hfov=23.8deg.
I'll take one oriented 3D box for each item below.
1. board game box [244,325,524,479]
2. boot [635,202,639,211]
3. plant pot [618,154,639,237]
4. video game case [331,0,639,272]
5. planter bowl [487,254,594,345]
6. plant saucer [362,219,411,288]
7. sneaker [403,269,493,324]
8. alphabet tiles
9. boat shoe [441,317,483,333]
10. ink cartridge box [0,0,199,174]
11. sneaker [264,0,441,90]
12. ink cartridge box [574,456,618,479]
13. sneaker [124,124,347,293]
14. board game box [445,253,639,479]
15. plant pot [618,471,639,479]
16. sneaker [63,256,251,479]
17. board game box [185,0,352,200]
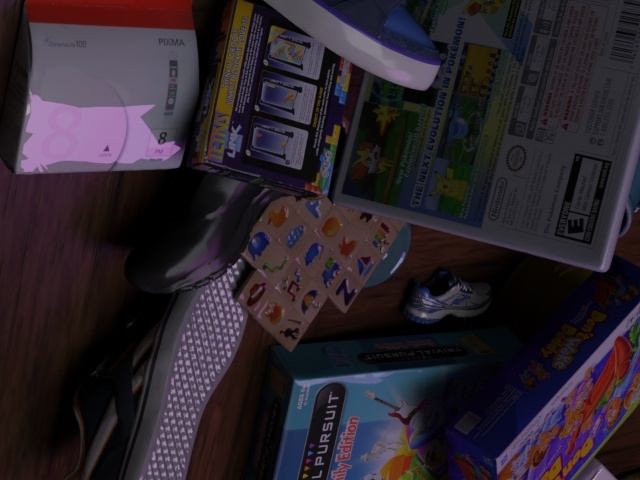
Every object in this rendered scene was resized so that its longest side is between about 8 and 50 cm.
[{"bbox_3d":[0.081,0.245,1.904,0.336,0.079,0.253,-3,121,-27],"label":"board game box"},{"bbox_3d":[0.383,-0.067,1.982,0.190,0.086,0.069,-24,132,-26],"label":"boot"},{"bbox_3d":[0.286,-0.181,1.710,0.255,0.272,0.271,-57,140,-16],"label":"plant pot"},{"bbox_3d":[0.188,-0.162,1.541,0.036,0.300,0.329,9,96,-68],"label":"video game case"},{"bbox_3d":[0.338,0.104,2.063,0.217,0.090,0.217,-23,132,-28],"label":"planter bowl"},{"bbox_3d":[0.067,0.011,1.815,0.119,0.021,0.119,-23,132,-28],"label":"plant saucer"},{"bbox_3d":[0.168,0.066,1.920,0.135,0.052,0.058,-12,122,-35],"label":"sneaker"},{"bbox_3d":[0.000,0.000,1.708,0.237,0.009,0.198,-56,135,-14],"label":"alphabet tiles"},{"bbox_3d":[0.211,0.167,2.014,0.083,0.065,0.183,-48,136,4],"label":"boat shoe"},{"bbox_3d":[-0.196,-0.177,1.433,0.189,0.066,0.232,-4,125,-39],"label":"ink cartridge box"},{"bbox_3d":[0.031,-0.312,1.396,0.323,0.130,0.236,33,103,-13],"label":"sneaker"},{"bbox_3d":[0.345,0.349,2.155,0.117,0.207,0.283,-48,139,-1],"label":"ink cartridge box"},{"bbox_3d":[-0.104,-0.065,1.568,0.286,0.109,0.130,-46,132,-19],"label":"sneaker"},{"bbox_3d":[0.296,0.211,1.910,0.347,0.078,0.233,-42,145,-28],"label":"board game box"},{"bbox_3d":[0.480,0.520,2.389,0.207,0.227,0.228,-1,120,-32],"label":"plant pot"},{"bbox_3d":[-0.184,0.145,1.633,0.126,0.127,0.321,45,61,-54],"label":"sneaker"},{"bbox_3d":[-0.047,-0.138,1.510,0.141,0.048,0.170,15,81,-23],"label":"board game box"}]
